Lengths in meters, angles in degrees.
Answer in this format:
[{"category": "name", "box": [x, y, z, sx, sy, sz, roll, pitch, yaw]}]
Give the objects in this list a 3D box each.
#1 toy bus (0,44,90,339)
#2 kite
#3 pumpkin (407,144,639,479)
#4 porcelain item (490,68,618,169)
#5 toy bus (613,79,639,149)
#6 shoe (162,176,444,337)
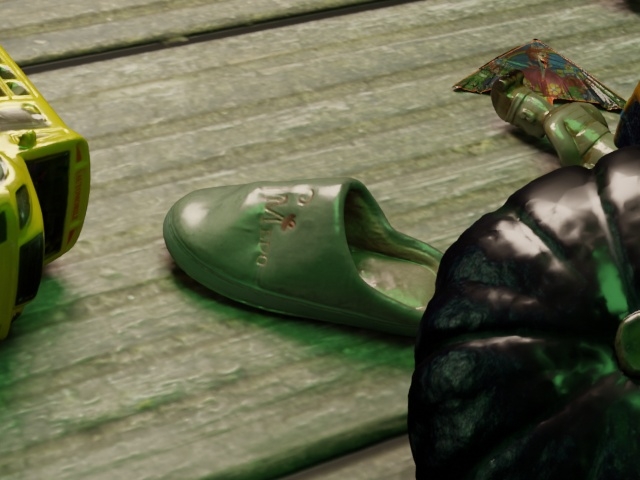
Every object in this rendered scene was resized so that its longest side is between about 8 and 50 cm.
[{"category": "toy bus", "box": [-0.283, -0.068, 1.294, 0.152, 0.144, 0.330, -14, 43, -31]}, {"category": "kite", "box": [0.221, -0.151, 1.651, 0.190, 0.010, 0.159, 7, 40, -5]}, {"category": "pumpkin", "box": [0.232, 0.115, 1.068, 0.364, 0.266, 0.363, -6, 64, 13]}, {"category": "porcelain item", "box": [0.246, -0.086, 1.539, 0.213, 0.054, 0.084, 34, 40, 24]}, {"category": "toy bus", "box": [0.368, -0.026, 1.348, 0.162, 0.194, 0.323, -1, 52, -18]}, {"category": "shoe", "box": [0.000, 0.000, 1.325, 0.251, 0.100, 0.103, 17, 39, 1]}]
